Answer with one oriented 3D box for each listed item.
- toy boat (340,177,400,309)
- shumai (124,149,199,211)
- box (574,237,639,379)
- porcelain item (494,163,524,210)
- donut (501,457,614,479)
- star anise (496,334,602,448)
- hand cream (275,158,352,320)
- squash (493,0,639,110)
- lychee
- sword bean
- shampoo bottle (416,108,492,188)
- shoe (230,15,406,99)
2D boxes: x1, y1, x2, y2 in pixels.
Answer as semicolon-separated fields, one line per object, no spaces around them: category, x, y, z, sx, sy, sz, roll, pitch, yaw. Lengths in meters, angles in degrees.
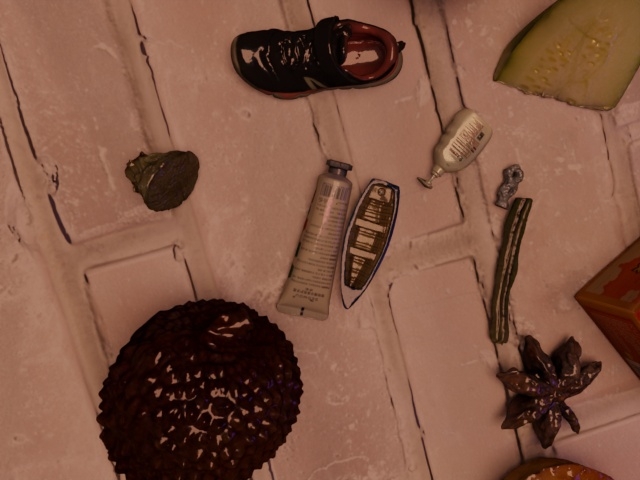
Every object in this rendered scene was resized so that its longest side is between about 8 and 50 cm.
toy boat;0.076;0.007;1.248;0.080;0.046;0.229;16;92;-10
shumai;-0.264;-0.107;1.175;0.087;0.123;0.099;27;123;25
box;0.664;0.132;1.267;0.259;0.214;0.283;-41;99;-2
porcelain item;0.338;-0.097;1.289;0.036;0.028;0.083;20;90;-7
donut;0.425;0.518;1.310;0.277;0.108;0.278;-1;95;-9
star anise;0.405;0.267;1.306;0.196;0.073;0.212;21;89;-12
hand cream;0.000;0.000;1.235;0.095;0.059;0.276;13;97;-11
squash;0.451;-0.346;1.228;0.236;0.155;0.204;12;91;-11
lychee;-0.177;0.239;1.104;0.305;0.306;0.331;17;114;-10
sword bean;0.338;0.055;1.299;0.043;0.038;0.270;10;93;16
shampoo bottle;0.231;-0.151;1.260;0.077;0.045;0.152;38;86;-12
shoe;0.002;-0.295;1.167;0.290;0.137;0.114;-4;94;-7
